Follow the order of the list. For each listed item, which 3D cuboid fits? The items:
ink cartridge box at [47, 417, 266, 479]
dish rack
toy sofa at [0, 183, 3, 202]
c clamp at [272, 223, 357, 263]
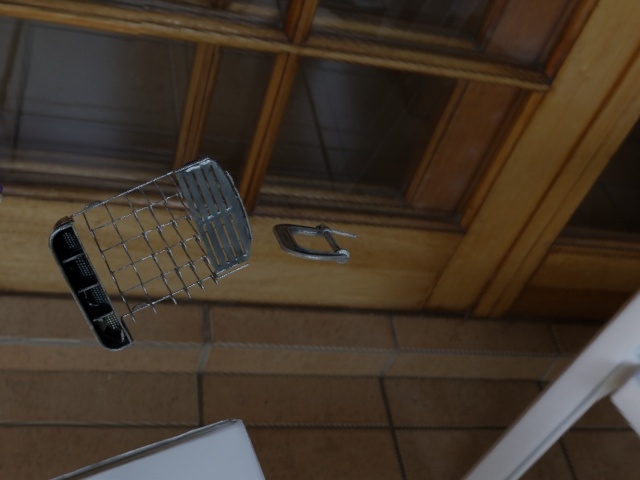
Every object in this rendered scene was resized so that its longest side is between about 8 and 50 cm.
[{"bbox_3d":[-0.090,0.253,0.396,0.197,0.270,0.198,-18,59,-12],"label":"ink cartridge box"},{"bbox_3d":[-0.227,0.011,1.136,0.271,0.208,0.074,-25,31,-13],"label":"dish rack"},{"bbox_3d":[-0.457,-0.128,0.854,0.177,0.362,0.150,5,90,-10],"label":"toy sofa"},{"bbox_3d":[0.000,0.000,1.142,0.137,0.022,0.161,11,17,-10],"label":"c clamp"}]
